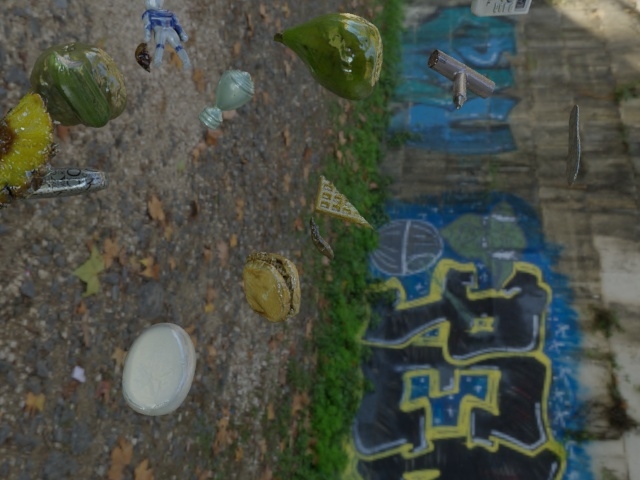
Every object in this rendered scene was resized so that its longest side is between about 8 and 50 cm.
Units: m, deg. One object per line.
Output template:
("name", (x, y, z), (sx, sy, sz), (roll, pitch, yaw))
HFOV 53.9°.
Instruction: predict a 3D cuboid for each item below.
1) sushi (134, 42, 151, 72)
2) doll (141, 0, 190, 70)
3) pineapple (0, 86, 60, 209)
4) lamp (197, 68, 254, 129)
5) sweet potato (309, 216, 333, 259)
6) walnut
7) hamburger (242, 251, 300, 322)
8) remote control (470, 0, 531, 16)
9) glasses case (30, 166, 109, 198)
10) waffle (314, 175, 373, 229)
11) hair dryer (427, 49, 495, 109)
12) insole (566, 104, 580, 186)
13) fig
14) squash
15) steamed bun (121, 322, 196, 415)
("sushi", (-0.549, -0.568, 1.958), (0.047, 0.050, 0.099), (54, -19, 31))
("doll", (-0.391, -0.529, 1.563), (0.057, 0.114, 0.227), (-31, -107, 55))
("pineapple", (-0.695, -0.162, 1.460), (0.334, 0.161, 0.158), (-64, -176, -24))
("lamp", (-0.265, -0.400, 1.790), (0.193, 0.106, 0.106), (-48, 177, 15))
("sweet potato", (-0.002, 0.003, 1.840), (0.153, 0.038, 0.041), (62, 28, -27))
("walnut", (-0.802, -0.516, 2.096), (0.282, 0.253, 0.276), (-32, 140, -20))
("hamburger", (-0.105, 0.099, 1.347), (0.083, 0.138, 0.147), (-22, 116, -43))
("remote control", (0.410, -0.546, 1.405), (0.190, 0.029, 0.087), (-15, 131, -35))
("glasses case", (-0.779, -0.160, 1.772), (0.137, 0.355, 0.085), (-143, -130, -83))
("waffle", (0.080, -0.115, 1.882), (0.032, 0.191, 0.125), (139, -37, -65))
("hair dryer", (0.382, -0.389, 1.633), (0.053, 0.195, 0.220), (-52, -154, 35))
("insole", (0.530, -0.201, 1.321), (0.065, 0.006, 0.193), (90, 10, -65))
("fig", (0.028, -0.526, 1.744), (0.233, 0.314, 0.233), (-159, -90, -79))
("squash", (-0.447, -0.278, 1.175), (0.239, 0.069, 0.069), (98, -4, -75))
("steamed bun", (-0.395, 0.322, 1.574), (0.130, 0.177, 0.228), (72, 20, -67))
